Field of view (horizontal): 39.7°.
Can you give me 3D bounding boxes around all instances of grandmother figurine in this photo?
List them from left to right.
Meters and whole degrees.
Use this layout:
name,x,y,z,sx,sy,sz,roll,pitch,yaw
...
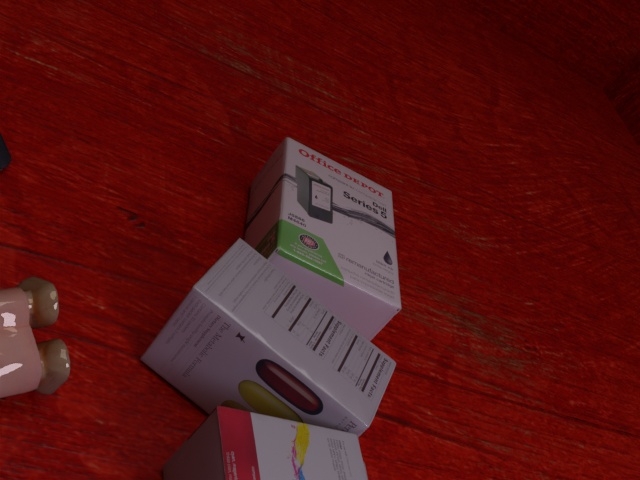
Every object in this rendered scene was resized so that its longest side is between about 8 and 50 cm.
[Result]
name,x,y,z,sx,sy,sz,roll,pitch,yaw
grandmother figurine,-0.396,0.113,0.773,0.342,0.104,0.207,-2,66,-44

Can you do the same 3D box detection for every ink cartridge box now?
name,x,y,z,sx,sy,sz,roll,pitch,yaw
ink cartridge box,-0.052,0.266,0.897,0.176,0.128,0.127,18,39,-30
ink cartridge box,0.000,0.000,1.283,0.198,0.114,0.272,26,35,-19

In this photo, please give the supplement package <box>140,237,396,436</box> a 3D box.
name,x,y,z,sx,sy,sz,roll,pitch,yaw
supplement package,-0.057,0.141,1.034,0.244,0.139,0.134,38,31,-1

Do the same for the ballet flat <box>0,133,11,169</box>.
name,x,y,z,sx,sy,sz,roll,pitch,yaw
ballet flat,-0.454,-0.169,1.078,0.203,0.074,0.074,40,32,0
